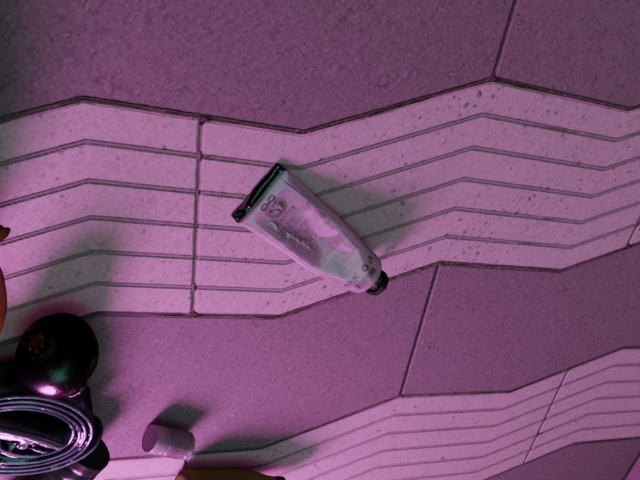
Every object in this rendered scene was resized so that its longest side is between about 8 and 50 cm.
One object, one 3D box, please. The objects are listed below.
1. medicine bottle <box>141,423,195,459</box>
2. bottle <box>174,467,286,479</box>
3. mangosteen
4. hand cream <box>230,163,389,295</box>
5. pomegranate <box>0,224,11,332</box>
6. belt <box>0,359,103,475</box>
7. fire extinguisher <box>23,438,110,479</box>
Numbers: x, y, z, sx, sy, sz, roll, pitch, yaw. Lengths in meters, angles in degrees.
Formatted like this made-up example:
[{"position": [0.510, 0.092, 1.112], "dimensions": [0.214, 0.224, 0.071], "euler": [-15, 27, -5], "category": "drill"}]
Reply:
[{"position": [-0.302, 0.401, 1.502], "dimensions": [0.091, 0.058, 0.058], "euler": [26, 113, -39], "category": "medicine bottle"}, {"position": [-0.188, 0.555, 1.651], "dimensions": [0.260, 0.112, 0.112], "euler": [9, 122, -33], "category": "bottle"}, {"position": [-0.415, 0.191, 1.223], "dimensions": [0.137, 0.137, 0.151], "euler": [-30, 150, 0], "category": "mangosteen"}, {"position": [0.000, 0.000, 1.323], "dimensions": [0.121, 0.076, 0.336], "euler": [-47, 126, 9], "category": "hand cream"}, {"position": [-0.531, 0.059, 0.992], "dimensions": [0.270, 0.229, 0.252], "euler": [-43, 126, -4], "category": "pomegranate"}, {"position": [-0.499, 0.309, 1.286], "dimensions": [0.267, 0.116, 0.206], "euler": [14, 120, -32], "category": "belt"}, {"position": [-0.540, 0.487, 1.438], "dimensions": [0.114, 0.095, 0.311], "euler": [44, 103, 2], "category": "fire extinguisher"}]
